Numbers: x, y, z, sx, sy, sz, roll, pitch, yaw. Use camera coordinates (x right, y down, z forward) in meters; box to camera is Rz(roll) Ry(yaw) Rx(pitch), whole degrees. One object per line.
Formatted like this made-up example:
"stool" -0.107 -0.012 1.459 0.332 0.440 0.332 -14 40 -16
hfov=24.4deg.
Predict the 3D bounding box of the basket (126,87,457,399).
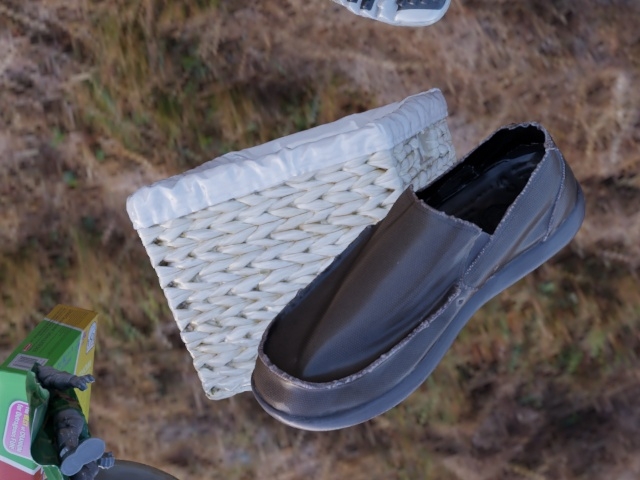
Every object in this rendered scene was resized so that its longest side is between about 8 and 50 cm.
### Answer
"basket" 0.000 0.000 1.759 0.331 0.328 0.267 -15 97 18

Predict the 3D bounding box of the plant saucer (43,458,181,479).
"plant saucer" -0.218 0.371 1.640 0.277 0.278 0.041 7 140 -26

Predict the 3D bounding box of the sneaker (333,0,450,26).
"sneaker" 0.048 -0.303 1.658 0.118 0.292 0.110 22 96 -48

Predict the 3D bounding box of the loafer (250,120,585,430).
"loafer" 0.077 0.013 1.274 0.366 0.133 0.130 -41 141 -23

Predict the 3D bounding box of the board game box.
"board game box" -0.387 0.278 2.048 0.064 0.242 0.317 11 111 6

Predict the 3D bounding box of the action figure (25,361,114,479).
"action figure" -0.200 0.150 1.171 0.063 0.232 0.137 -17 108 -12
